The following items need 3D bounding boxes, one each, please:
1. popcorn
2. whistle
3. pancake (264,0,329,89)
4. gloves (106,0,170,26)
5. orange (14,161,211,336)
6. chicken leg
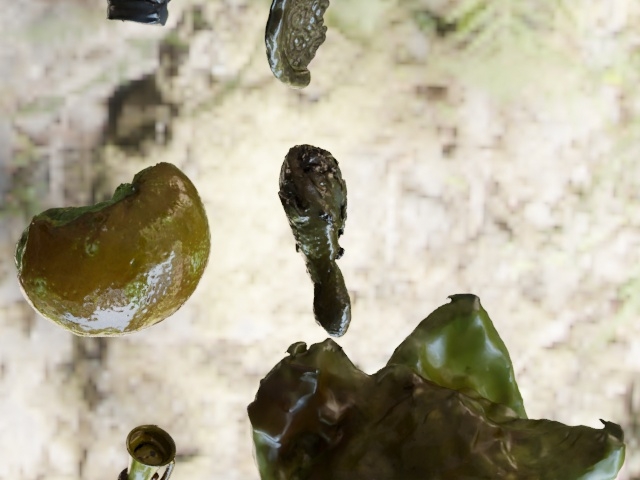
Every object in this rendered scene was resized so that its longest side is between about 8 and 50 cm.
[{"bbox_3d":[0.102,0.215,1.667,0.321,0.290,0.325,5,-122,6],"label":"popcorn"},{"bbox_3d":[-0.159,0.207,1.675,0.046,0.109,0.057,25,-132,2],"label":"whistle"},{"bbox_3d":[-0.007,-0.259,2.071,0.020,0.190,0.184,23,-141,24],"label":"pancake"},{"bbox_3d":[-0.232,-0.383,2.172,0.142,0.285,0.119,2,-153,12],"label":"gloves"},{"bbox_3d":[-0.222,0.017,2.129,0.237,0.179,0.158,-24,-128,-32],"label":"orange"},{"bbox_3d":[-0.003,0.000,1.863,0.069,0.198,0.085,-10,-179,-25],"label":"chicken leg"}]
